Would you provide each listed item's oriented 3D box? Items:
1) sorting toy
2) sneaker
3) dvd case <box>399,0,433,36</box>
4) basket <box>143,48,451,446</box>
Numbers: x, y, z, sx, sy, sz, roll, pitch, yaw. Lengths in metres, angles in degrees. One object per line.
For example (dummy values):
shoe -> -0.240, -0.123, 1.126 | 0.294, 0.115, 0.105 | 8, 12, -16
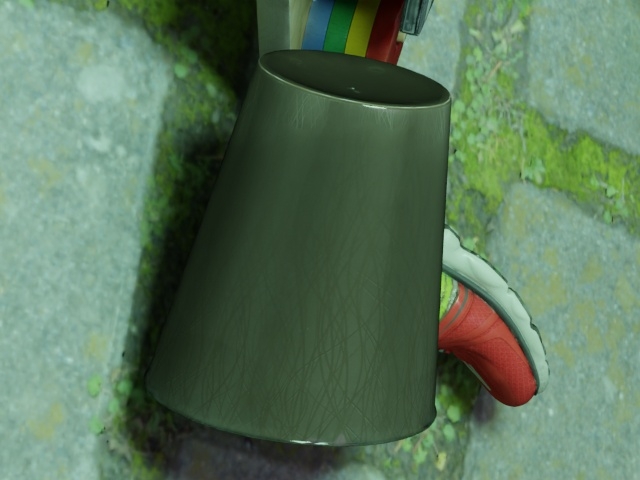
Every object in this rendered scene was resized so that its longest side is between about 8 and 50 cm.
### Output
sorting toy -> 0.040, -0.237, 1.328 | 0.089, 0.255, 0.257 | 17, 68, 6
sneaker -> 0.057, 0.044, 1.433 | 0.279, 0.107, 0.118 | 44, 77, -26
dvd case -> 0.099, -0.264, 1.282 | 0.164, 0.018, 0.221 | 101, 9, -46
basket -> 0.000, 0.000, 1.267 | 0.204, 0.154, 0.226 | 3, 110, -19
